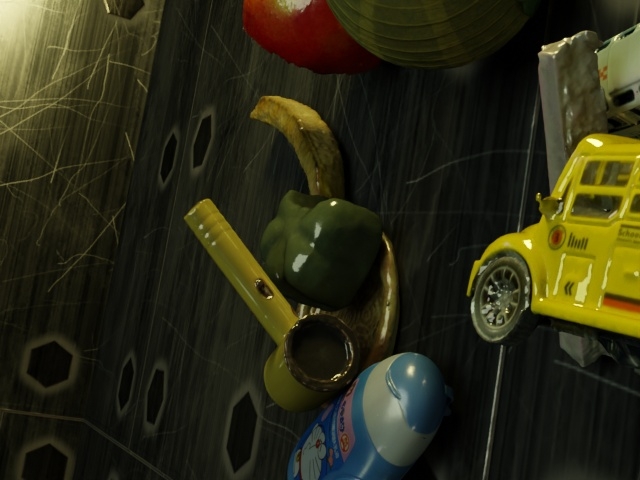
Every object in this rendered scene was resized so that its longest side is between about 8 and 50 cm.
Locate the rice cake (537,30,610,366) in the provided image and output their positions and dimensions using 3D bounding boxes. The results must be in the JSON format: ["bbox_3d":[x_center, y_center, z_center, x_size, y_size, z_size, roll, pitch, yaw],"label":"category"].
[{"bbox_3d":[0.203,-0.029,0.720,0.055,0.048,0.270,-99,-1,-70],"label":"rice cake"}]

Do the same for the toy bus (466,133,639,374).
[{"bbox_3d":[0.229,0.018,0.525,0.330,0.144,0.152,12,89,64],"label":"toy bus"}]

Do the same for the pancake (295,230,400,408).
[{"bbox_3d":[0.032,0.098,1.174,0.250,0.031,0.250,-40,42,48],"label":"pancake"}]

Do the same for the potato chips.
[{"bbox_3d":[-0.027,-0.155,1.402,0.080,0.057,0.407,-69,25,19],"label":"potato chips"}]

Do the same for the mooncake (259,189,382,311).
[{"bbox_3d":[0.000,0.000,1.150,0.175,0.104,0.169,-32,38,48],"label":"mooncake"}]

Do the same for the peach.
[{"bbox_3d":[0.000,-0.312,1.238,0.226,0.196,0.190,-10,59,38],"label":"peach"}]

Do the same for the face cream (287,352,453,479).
[{"bbox_3d":[0.053,0.215,1.007,0.264,0.083,0.149,-52,29,43],"label":"face cream"}]

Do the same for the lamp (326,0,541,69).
[{"bbox_3d":[0.128,-0.292,0.953,0.250,0.284,0.250,-3,83,22],"label":"lamp"}]

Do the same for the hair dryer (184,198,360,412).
[{"bbox_3d":[-0.069,0.073,1.092,0.279,0.090,0.135,53,156,9],"label":"hair dryer"}]

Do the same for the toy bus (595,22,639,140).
[{"bbox_3d":[0.270,-0.127,0.690,0.194,0.089,0.087,159,121,-63],"label":"toy bus"}]
